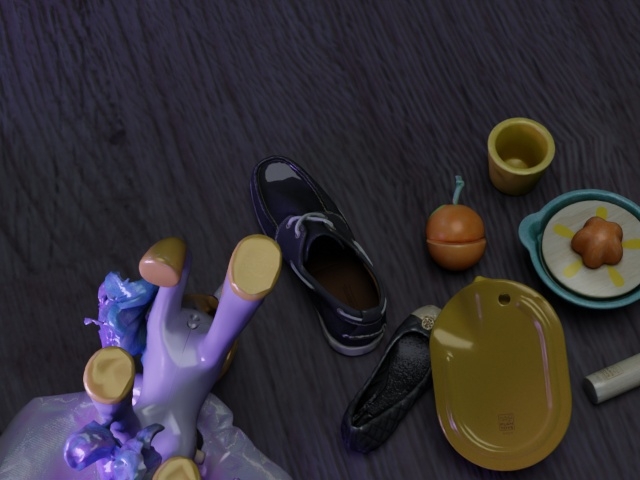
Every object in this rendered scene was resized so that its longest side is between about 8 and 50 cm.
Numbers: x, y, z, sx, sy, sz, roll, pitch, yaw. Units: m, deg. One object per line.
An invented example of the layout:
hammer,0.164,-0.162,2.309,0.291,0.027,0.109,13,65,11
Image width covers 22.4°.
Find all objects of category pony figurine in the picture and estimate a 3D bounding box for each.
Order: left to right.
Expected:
pony figurine,-0.134,0.165,1.397,0.302,0.363,0.351,19,78,0

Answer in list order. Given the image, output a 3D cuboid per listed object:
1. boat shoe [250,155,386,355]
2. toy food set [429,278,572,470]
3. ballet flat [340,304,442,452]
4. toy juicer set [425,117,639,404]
boat shoe,0.000,0.000,1.608,0.084,0.079,0.233,-23,63,-12
toy food set,0.175,0.145,1.527,0.128,0.071,0.218,-6,88,13
ballet flat,0.076,0.131,1.553,0.057,0.049,0.173,27,64,11
toy juicer set,0.248,0.035,1.590,0.329,0.089,0.209,41,67,18
